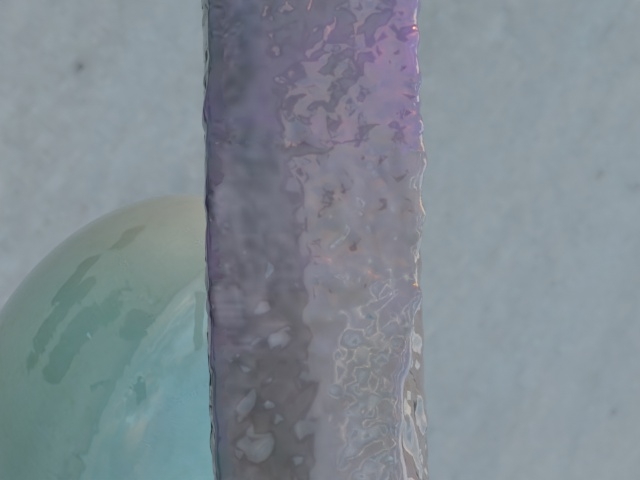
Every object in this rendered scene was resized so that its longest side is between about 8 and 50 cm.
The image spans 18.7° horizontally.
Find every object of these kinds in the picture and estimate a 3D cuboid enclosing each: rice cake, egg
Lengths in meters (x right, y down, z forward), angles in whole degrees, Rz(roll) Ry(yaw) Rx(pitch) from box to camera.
[{"bbox_3d":[0.000,0.001,0.566,0.070,0.399,0.064,0,156,-6],"label":"rice cake"},{"bbox_3d":[-0.100,0.111,1.158,0.230,0.230,0.371,-30,161,-33],"label":"egg"}]
